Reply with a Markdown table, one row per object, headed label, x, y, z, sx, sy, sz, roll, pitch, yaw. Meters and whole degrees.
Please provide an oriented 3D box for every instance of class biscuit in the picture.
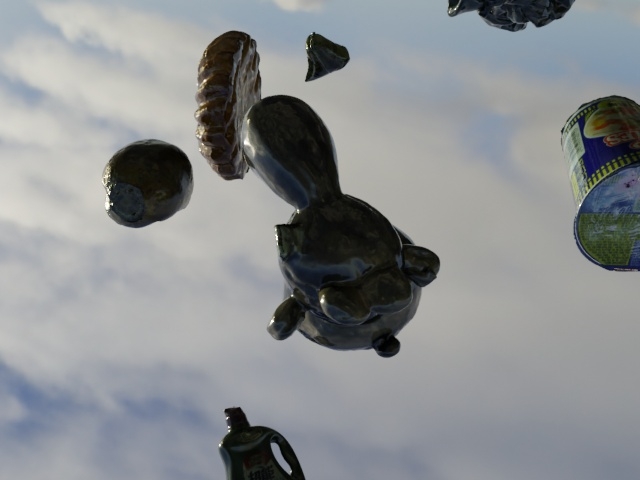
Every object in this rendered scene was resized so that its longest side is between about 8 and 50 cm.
| label | x | y | z | sx | sy | sz | roll | pitch | yaw |
| --- | --- | --- | --- | --- | --- | --- | --- | --- | --- |
| biscuit | -0.198 | -0.290 | 1.974 | 0.107 | 0.325 | 0.325 | 5 | -162 | 10 |

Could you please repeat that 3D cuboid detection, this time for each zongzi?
| label | x | y | z | sx | sy | sz | roll | pitch | yaw |
| --- | --- | --- | --- | --- | --- | --- | --- | --- | --- |
| zongzi | -0.017 | -0.335 | 1.710 | 0.113 | 0.052 | 0.104 | -23 | 153 | 33 |

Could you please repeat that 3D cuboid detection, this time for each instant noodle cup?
| label | x | y | z | sx | sy | sz | roll | pitch | yaw |
| --- | --- | --- | --- | --- | --- | --- | --- | --- | --- |
| instant noodle cup | 0.628 | -0.139 | 1.915 | 0.284 | 0.284 | 0.312 | 4 | -142 | -5 |

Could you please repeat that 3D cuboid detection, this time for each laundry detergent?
| label | x | y | z | sx | sy | sz | roll | pitch | yaw |
| --- | --- | --- | --- | --- | --- | --- | --- | --- | --- |
| laundry detergent | -0.106 | 0.389 | 1.610 | 0.144 | 0.078 | 0.221 | -8 | -114 | -32 |

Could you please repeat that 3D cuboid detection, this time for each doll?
| label | x | y | z | sx | sy | sz | roll | pitch | yaw |
| --- | --- | --- | --- | --- | --- | --- | --- | --- | --- |
| doll | 0.034 | -0.011 | 1.356 | 0.253 | 0.378 | 0.382 | -8 | 169 | 0 |

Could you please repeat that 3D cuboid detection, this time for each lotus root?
| label | x | y | z | sx | sy | sz | roll | pitch | yaw |
| --- | --- | --- | --- | --- | --- | --- | --- | --- | --- |
| lotus root | -0.328 | -0.115 | 1.771 | 0.160 | 0.151 | 0.275 | 9 | -160 | 1 |

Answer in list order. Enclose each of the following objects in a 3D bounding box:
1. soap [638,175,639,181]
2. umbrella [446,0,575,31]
| label | x | y | z | sx | sy | sz | roll | pitch | yaw |
| --- | --- | --- | --- | --- | --- | --- | --- | --- | --- |
| soap | 0.608 | -0.131 | 1.457 | 0.121 | 0.183 | 0.063 | 1 | -128 | -51 |
| umbrella | 0.290 | -0.354 | 1.325 | 0.143 | 0.094 | 0.349 | -2 | -177 | 28 |
